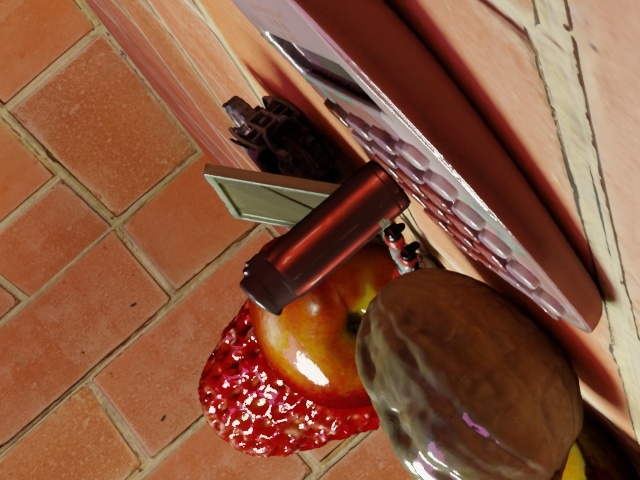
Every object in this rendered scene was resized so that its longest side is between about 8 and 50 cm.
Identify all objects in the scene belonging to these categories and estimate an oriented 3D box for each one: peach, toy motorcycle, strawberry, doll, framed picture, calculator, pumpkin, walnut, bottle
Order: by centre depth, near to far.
[{"bbox_3d":[0.059,-0.063,0.804,0.329,0.048,0.220,48,176,-25],"label":"calculator"},{"bbox_3d":[0.118,0.117,1.082,0.230,0.178,0.178,51,178,32],"label":"walnut"},{"bbox_3d":[0.000,0.000,1.171,0.060,0.164,0.060,49,177,4],"label":"bottle"},{"bbox_3d":[0.258,0.242,1.219,0.169,0.148,0.312,17,-163,-17],"label":"pumpkin"},{"bbox_3d":[0.099,0.045,1.323,0.109,0.057,0.169,48,178,36],"label":"doll"},{"bbox_3d":[-0.015,-0.034,1.344,0.184,0.016,0.250,10,171,6],"label":"framed picture"},{"bbox_3d":[-0.036,-0.089,1.373,0.122,0.080,0.215,50,171,-28],"label":"toy motorcycle"},{"bbox_3d":[0.018,0.087,1.516,0.243,0.199,0.243,34,178,1],"label":"peach"},{"bbox_3d":[-0.022,0.184,1.949,0.317,0.345,0.295,51,177,-35],"label":"strawberry"}]
